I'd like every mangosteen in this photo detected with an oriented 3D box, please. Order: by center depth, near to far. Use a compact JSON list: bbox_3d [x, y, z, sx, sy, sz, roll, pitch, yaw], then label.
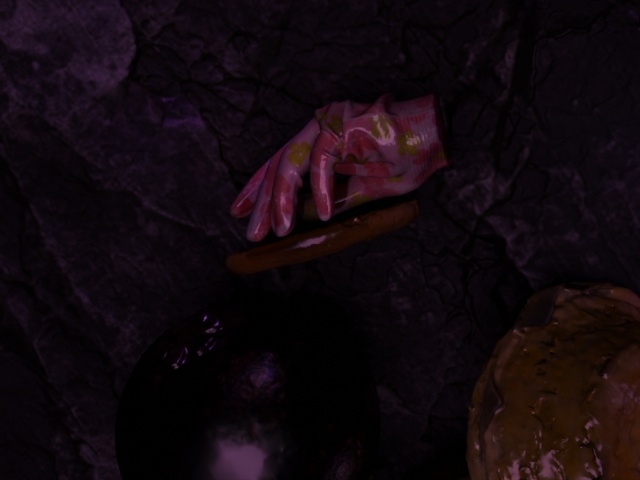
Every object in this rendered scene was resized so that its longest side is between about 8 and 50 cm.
[{"bbox_3d":[-0.077,0.217,1.115,0.296,0.297,0.313,6,121,8],"label":"mangosteen"}]

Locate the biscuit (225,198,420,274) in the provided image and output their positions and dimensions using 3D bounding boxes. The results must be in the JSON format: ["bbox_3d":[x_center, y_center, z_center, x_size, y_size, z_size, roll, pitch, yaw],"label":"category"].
[{"bbox_3d":[0.000,0.001,1.105,0.224,0.144,0.033,-18,91,7],"label":"biscuit"}]

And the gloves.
[{"bbox_3d":[0.014,-0.082,1.084,0.241,0.145,0.126,-11,97,9],"label":"gloves"}]

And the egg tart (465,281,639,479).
[{"bbox_3d":[0.302,0.201,1.042,0.341,0.341,0.132,49,153,-8],"label":"egg tart"}]

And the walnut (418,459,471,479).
[{"bbox_3d":[0.168,0.381,1.150,0.243,0.222,0.269,-18,108,0],"label":"walnut"}]
